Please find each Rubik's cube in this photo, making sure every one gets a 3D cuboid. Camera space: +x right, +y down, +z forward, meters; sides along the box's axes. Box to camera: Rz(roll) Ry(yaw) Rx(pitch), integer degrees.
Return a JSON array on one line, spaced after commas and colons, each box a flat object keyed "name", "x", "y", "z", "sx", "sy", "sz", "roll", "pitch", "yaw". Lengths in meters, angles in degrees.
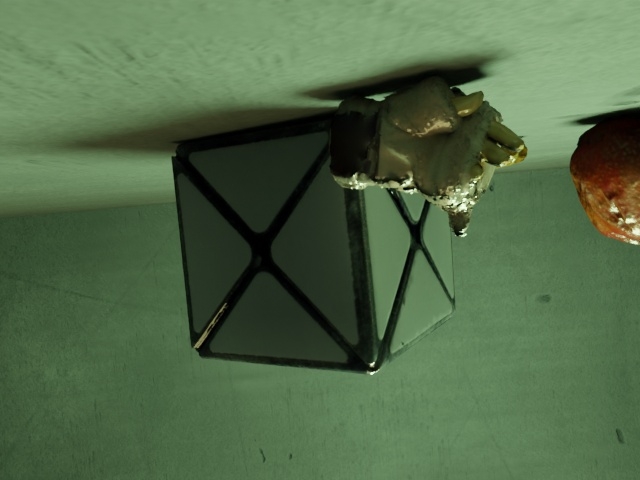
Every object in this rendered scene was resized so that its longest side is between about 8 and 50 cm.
[{"name": "Rubik's cube", "x": 0.000, "y": 0.000, "z": 0.681, "sx": 0.259, "sy": 0.254, "sz": 0.260, "roll": -3, "pitch": -176, "yaw": 34}]

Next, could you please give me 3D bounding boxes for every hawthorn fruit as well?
[{"name": "hawthorn fruit", "x": 0.428, "y": -0.087, "z": 0.768, "sx": 0.174, "sy": 0.179, "sz": 0.173, "roll": -3, "pitch": -151, "yaw": 2}]

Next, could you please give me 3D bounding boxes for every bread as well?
[{"name": "bread", "x": 0.313, "y": -0.150, "z": 0.981, "sx": 0.052, "sy": 0.044, "sz": 0.157, "roll": -11, "pitch": -176, "yaw": -3}]

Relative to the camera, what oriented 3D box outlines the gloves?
[{"name": "gloves", "x": 0.079, "y": -0.075, "z": 0.446, "sx": 0.144, "sy": 0.110, "sz": 0.094, "roll": 25, "pitch": -161, "yaw": 12}]
